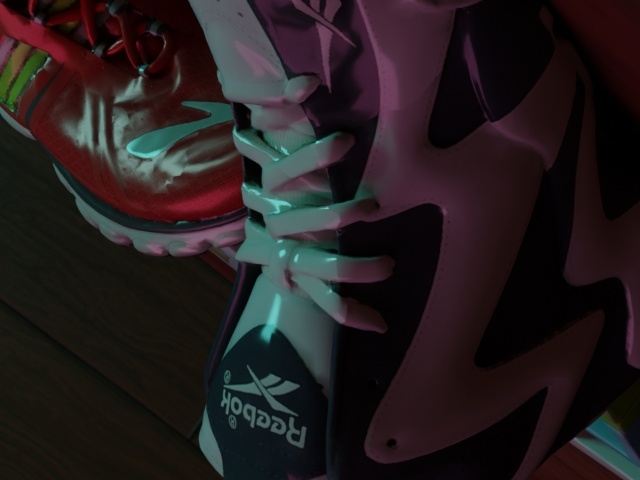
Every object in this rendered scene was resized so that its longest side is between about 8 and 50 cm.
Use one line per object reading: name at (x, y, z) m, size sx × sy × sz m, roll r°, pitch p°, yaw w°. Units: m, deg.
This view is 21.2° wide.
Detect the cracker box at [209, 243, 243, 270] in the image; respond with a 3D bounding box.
cracker box at (-0.076, -0.046, 1.031) m, size 0.232 × 0.067 × 0.156 m, roll 39°, pitch 175°, yaw -24°

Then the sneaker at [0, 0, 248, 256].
sneaker at (-0.102, -0.087, 0.692) m, size 0.279 × 0.107 × 0.118 m, roll 30°, pitch 162°, yaw 39°

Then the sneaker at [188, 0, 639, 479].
sneaker at (0.000, 0.000, 0.463) m, size 0.235 × 0.153 × 0.094 m, roll 41°, pitch 172°, yaw -38°

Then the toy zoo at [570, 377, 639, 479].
toy zoo at (0.114, 0.066, 0.932) m, size 0.192 × 0.030 × 0.293 m, roll 34°, pitch 173°, yaw 30°
